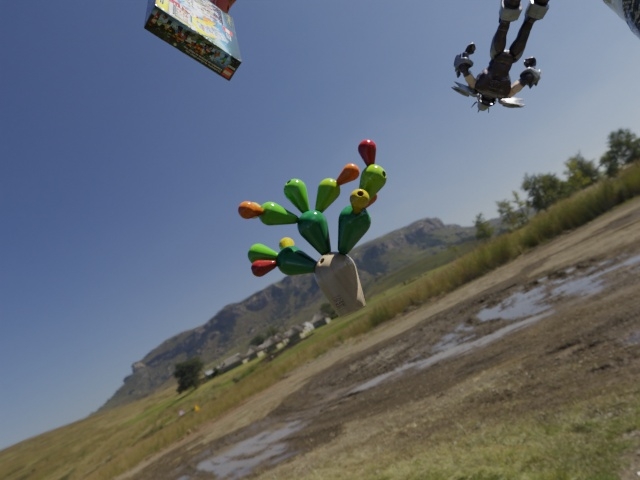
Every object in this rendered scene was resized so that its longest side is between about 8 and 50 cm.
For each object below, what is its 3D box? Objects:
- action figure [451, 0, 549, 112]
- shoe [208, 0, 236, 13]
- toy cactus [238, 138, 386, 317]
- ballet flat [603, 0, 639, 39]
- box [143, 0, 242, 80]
[{"bbox_3d":[0.390,-0.395,0.963,0.185,0.099,0.285,9,-44,-2],"label":"action figure"},{"bbox_3d":[-0.235,-0.630,1.160,0.081,0.178,0.063,2,-19,31],"label":"shoe"},{"bbox_3d":[0.000,0.000,0.534,0.218,0.181,0.112,-30,-16,18],"label":"toy cactus"},{"bbox_3d":[0.577,-0.483,0.745,0.164,0.483,0.182,26,-6,-29],"label":"ballet flat"},{"bbox_3d":[-0.232,-0.399,0.834,0.159,0.233,0.044,25,-58,-34],"label":"box"}]
